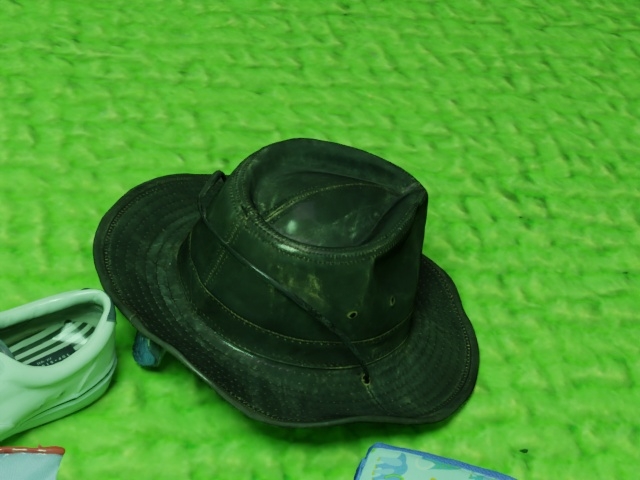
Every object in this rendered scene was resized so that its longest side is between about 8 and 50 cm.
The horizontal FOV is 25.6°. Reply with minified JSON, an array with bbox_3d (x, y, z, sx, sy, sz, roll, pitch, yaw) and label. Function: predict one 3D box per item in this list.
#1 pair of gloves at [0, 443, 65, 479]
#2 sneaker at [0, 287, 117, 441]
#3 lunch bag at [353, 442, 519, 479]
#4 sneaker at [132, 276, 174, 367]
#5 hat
[{"bbox_3d":[-0.243,0.194,0.858,0.198,0.023,0.159,4,64,-8],"label":"pair of gloves"},{"bbox_3d":[-0.248,0.100,0.957,0.094,0.091,0.258,37,45,25],"label":"sneaker"},{"bbox_3d":[0.080,0.213,0.930,0.151,0.096,0.129,28,39,0],"label":"lunch bag"},{"bbox_3d":[-0.107,0.051,1.100,0.058,0.052,0.135,19,39,-3],"label":"sneaker"},{"bbox_3d":[0.000,0.000,1.092,0.331,0.134,0.331,19,30,-12],"label":"hat"}]
